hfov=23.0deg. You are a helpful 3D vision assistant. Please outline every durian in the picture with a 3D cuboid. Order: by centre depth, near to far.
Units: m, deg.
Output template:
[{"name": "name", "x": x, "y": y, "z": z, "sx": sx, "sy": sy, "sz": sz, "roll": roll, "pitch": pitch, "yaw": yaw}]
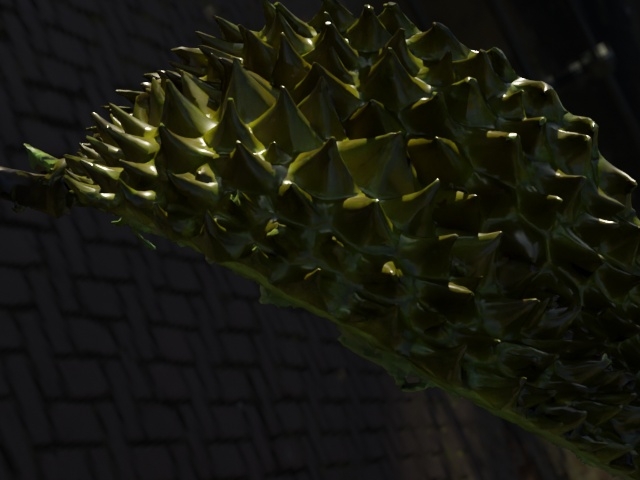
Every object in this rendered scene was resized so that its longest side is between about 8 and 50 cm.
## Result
[{"name": "durian", "x": 0.000, "y": 0.000, "z": 0.391, "sx": 0.215, "sy": 0.100, "sz": 0.086, "roll": 27, "pitch": 49, "yaw": 12}]
